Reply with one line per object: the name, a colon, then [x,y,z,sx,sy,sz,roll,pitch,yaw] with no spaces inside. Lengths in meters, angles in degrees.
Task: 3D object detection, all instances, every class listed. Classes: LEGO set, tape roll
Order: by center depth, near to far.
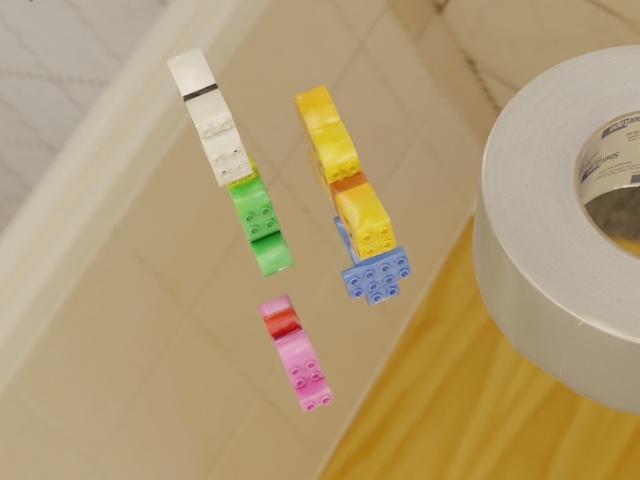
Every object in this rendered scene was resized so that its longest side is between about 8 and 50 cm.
LEGO set: [0.000,0.000,0.877,0.093,0.087,0.227,-118,6,-49]
tape roll: [0.198,-0.010,0.939,0.219,0.219,0.072,25,148,17]
